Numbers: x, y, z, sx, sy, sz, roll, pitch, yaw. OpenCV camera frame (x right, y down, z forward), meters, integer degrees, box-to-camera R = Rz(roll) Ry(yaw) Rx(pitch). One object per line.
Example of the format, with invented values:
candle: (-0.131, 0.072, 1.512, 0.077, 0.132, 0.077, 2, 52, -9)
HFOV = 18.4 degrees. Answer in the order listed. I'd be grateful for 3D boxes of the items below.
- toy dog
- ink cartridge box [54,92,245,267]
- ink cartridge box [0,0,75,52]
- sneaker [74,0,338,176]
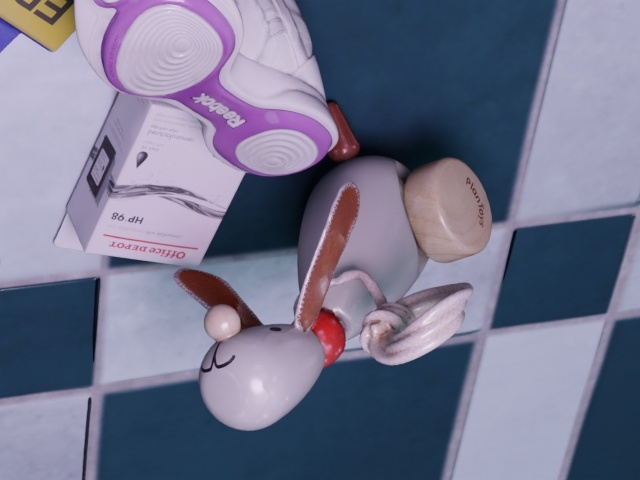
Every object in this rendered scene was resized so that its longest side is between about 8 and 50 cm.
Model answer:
toy dog: (0.000, 0.000, 1.518, 0.220, 0.333, 0.161, -28, 99, 16)
ink cartridge box: (-0.128, -0.042, 1.552, 0.104, 0.060, 0.180, 8, 124, -31)
ink cartridge box: (-0.246, -0.255, 1.312, 0.307, 0.072, 0.304, -47, 133, 13)
sneaker: (-0.089, -0.161, 1.399, 0.114, 0.152, 0.305, -18, 151, 16)
